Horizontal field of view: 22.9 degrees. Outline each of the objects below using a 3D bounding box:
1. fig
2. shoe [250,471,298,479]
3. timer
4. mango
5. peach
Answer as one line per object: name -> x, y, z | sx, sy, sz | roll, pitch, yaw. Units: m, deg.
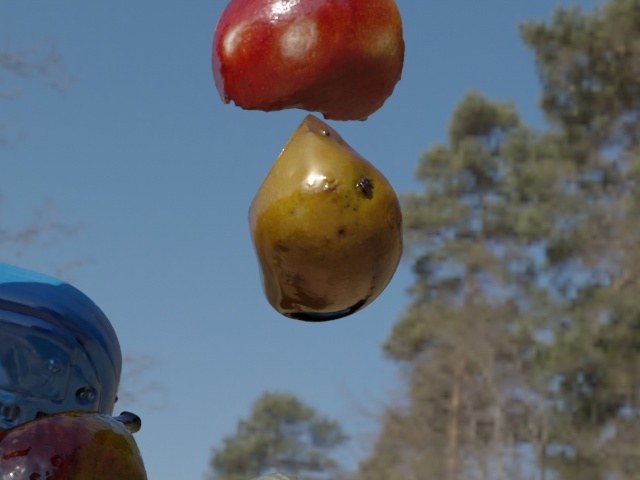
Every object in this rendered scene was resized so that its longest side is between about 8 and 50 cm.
fig -> -0.214, 0.213, 1.415 | 0.145, 0.274, 0.170 | -27, -77, 23
shoe -> -0.107, 0.426, 1.975 | 0.342, 0.211, 0.132 | -14, -30, -45
timer -> -0.381, 0.161, 1.602 | 0.340, 0.115, 0.309 | 15, -63, -4
mango -> 0.000, 0.000, 1.630 | 0.166, 0.136, 0.236 | 35, -33, 4
peach -> -0.016, -0.158, 1.214 | 0.151, 0.151, 0.118 | -8, -14, 32
